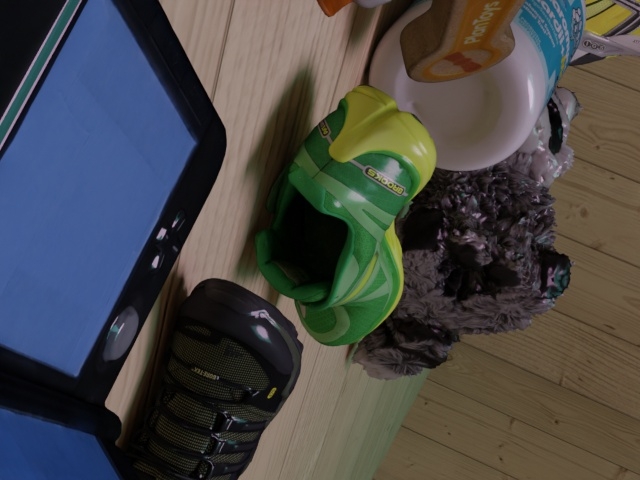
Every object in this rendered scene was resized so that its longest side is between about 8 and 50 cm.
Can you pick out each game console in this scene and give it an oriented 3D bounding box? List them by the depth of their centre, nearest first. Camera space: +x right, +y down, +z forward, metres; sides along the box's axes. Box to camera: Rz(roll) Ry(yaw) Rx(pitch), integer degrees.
[{"bbox_3d":[-0.057,0.048,0.424,0.250,0.173,0.293,-64,169,-10],"label":"game console"}]

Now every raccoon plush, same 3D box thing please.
[{"bbox_3d":[0.154,-0.037,1.448,0.446,0.216,0.299,-34,-146,51],"label":"raccoon plush"}]

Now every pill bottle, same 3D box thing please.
[{"bbox_3d":[0.151,-0.181,1.012,0.264,0.146,0.146,-54,164,-50],"label":"pill bottle"}]

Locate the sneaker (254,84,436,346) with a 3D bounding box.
[{"bbox_3d":[0.000,0.000,0.849,0.123,0.109,0.295,-37,158,-23],"label":"sneaker"}]

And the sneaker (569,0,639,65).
[{"bbox_3d":[0.393,-0.301,1.353,0.145,0.385,0.147,-90,171,-46],"label":"sneaker"}]

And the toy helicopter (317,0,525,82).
[{"bbox_3d":[0.091,-0.166,0.697,0.355,0.235,0.140,105,-31,-77],"label":"toy helicopter"}]

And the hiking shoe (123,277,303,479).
[{"bbox_3d":[-0.074,0.122,0.724,0.227,0.086,0.114,103,12,-47],"label":"hiking shoe"}]
